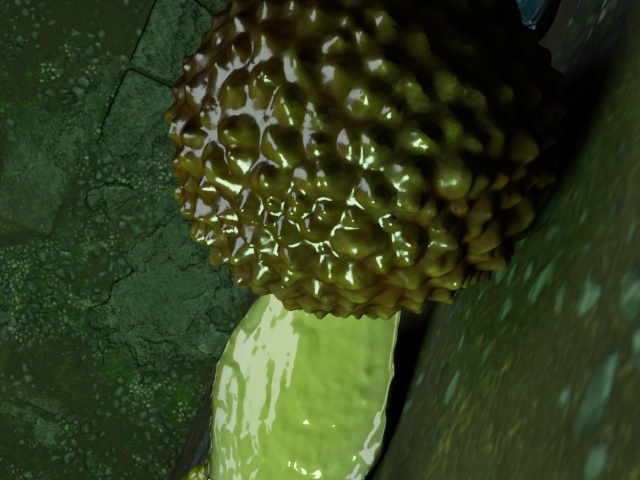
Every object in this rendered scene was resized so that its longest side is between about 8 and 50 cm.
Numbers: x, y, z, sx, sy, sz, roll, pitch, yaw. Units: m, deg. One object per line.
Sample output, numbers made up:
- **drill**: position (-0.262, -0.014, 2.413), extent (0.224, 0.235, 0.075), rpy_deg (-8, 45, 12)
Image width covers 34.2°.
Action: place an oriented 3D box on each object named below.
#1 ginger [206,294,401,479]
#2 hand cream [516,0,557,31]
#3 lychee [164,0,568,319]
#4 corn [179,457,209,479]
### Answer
- **ginger**: position (-0.007, 0.114, 0.657), extent (0.122, 0.115, 0.193), rpy_deg (66, -143, -68)
- **hand cream**: position (0.120, -0.145, 0.772), extent (0.083, 0.048, 0.224), rpy_deg (-67, 10, -20)
- **lychee**: position (0.020, -0.056, 0.521), extent (0.200, 0.200, 0.238), rpy_deg (-65, 27, 14)
- **corn**: position (-0.122, 0.303, 0.881), extent (0.313, 0.102, 0.102), rpy_deg (-59, 7, 27)
